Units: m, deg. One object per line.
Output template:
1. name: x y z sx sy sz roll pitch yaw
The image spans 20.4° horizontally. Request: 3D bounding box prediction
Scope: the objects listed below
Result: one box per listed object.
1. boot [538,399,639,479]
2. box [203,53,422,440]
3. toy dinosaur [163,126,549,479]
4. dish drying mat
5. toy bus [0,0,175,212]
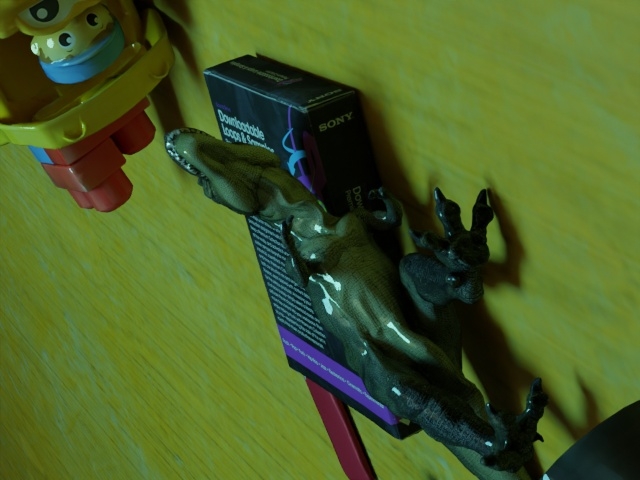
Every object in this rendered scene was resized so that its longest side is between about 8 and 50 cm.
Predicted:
1. boot: 0.163 0.215 0.583 0.280 0.096 0.264 50 149 24
2. box: 0.000 0.000 0.814 0.116 0.029 0.162 28 139 60
3. toy dinosaur: 0.043 0.046 0.704 0.268 0.064 0.118 56 156 0
4. dish drying mat: 0.005 0.089 0.934 0.083 0.008 0.032 68 161 -2
5. toy bus: -0.151 -0.111 0.945 0.211 0.149 0.220 58 161 -14
